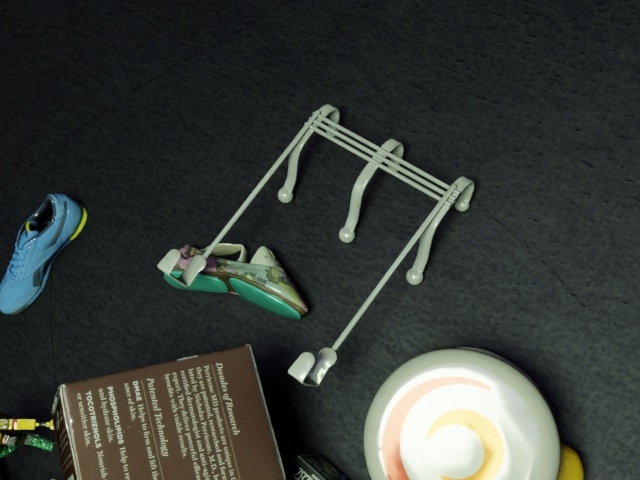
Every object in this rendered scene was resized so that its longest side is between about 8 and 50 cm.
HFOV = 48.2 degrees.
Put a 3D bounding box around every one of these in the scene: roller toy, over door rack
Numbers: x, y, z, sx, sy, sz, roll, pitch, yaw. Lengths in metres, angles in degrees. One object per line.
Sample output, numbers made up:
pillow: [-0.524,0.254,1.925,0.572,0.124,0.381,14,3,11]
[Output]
roller toy: [0.153,0.207,0.754,0.209,0.146,0.191,-19,79,13]
over door rack: [0.000,0.000,0.883,0.240,0.108,0.324,33,68,26]

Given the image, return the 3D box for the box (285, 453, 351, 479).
box: [0.010,0.357,0.808,0.180,0.077,0.147,35,90,27]

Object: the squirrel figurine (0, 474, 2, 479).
squirrel figurine: [-0.704,0.359,1.038,0.370,0.281,0.397,-49,49,15]

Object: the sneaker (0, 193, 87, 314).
sneaker: [-0.446,0.018,1.094,0.069,0.082,0.209,35,92,25]

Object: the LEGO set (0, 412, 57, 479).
LEGO set: [-0.343,0.336,0.835,0.331,0.192,0.254,24,78,4]

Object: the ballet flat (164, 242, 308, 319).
ballet flat: [-0.108,0.042,0.958,0.222,0.077,0.079,11,60,25]

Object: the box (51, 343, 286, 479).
box: [-0.172,0.229,0.781,0.203,0.168,0.167,-9,72,-27]
